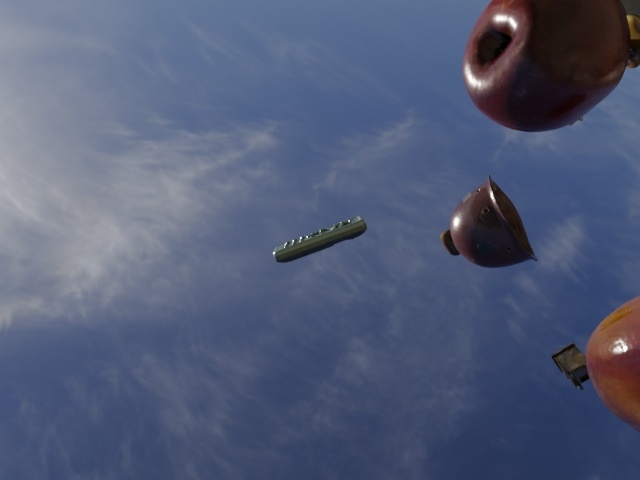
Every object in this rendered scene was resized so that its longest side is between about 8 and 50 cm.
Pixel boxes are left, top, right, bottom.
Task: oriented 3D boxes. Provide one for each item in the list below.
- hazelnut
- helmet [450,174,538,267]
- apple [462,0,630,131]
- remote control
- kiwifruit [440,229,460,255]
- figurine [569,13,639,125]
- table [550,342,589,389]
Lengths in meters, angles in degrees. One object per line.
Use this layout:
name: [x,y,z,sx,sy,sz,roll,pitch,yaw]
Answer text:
hazelnut: [0.681,0.235,0.817,0.365,0.366,0.366,11,-137,-10]
helmet: [0.595,-0.039,1.681,0.337,0.230,0.385,59,-155,-1]
apple: [0.326,-0.272,0.687,0.201,0.218,0.218,6,-136,-17]
remote control: [0.000,0.000,1.632,0.335,0.066,0.128,-20,-173,4]
kiwifruit: [0.567,0.010,2.006,0.075,0.075,0.124,-39,-81,-44]
figurine: [0.638,-0.418,1.123,0.257,0.208,0.181,-43,-98,-6]
table: [0.681,0.339,1.241,0.083,0.070,0.082,49,-168,-29]
